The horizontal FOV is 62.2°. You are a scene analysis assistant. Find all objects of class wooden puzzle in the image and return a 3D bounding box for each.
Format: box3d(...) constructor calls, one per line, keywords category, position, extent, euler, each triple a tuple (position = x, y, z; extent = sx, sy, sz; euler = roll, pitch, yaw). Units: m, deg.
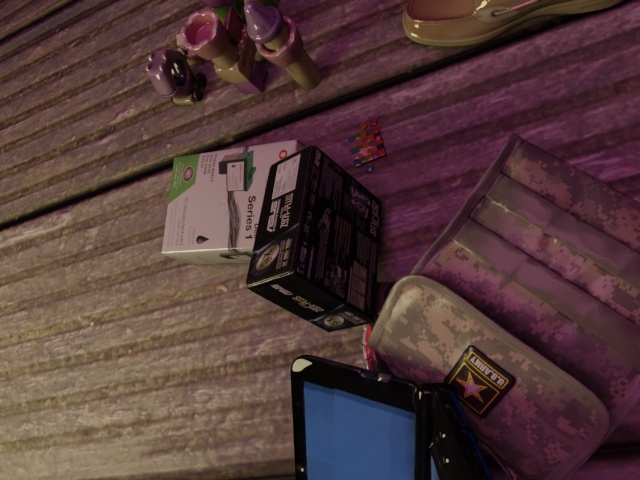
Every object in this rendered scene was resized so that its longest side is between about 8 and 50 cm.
box3d(category="wooden puzzle", position=(0.067, -0.138, 0.776), extent=(0.049, 0.006, 0.083), euler=(-20, 68, 20))

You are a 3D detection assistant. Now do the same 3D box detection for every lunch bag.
box3d(category="lunch bag", position=(0.212, 0.079, 0.548), extent=(0.235, 0.169, 0.287), euler=(37, 94, 22))

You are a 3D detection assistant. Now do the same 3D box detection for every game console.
box3d(category="game console", position=(0.053, 0.292, 0.511), extent=(0.173, 0.250, 0.294), euler=(-2, 103, 2))

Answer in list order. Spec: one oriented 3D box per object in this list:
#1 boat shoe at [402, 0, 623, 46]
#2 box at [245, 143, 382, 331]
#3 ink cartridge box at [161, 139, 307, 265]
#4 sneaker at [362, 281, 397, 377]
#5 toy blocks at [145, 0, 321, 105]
box3d(category="boat shoe", position=(0.248, -0.339, 0.694), extent=(0.302, 0.098, 0.109), euler=(-3, 74, 25))
box3d(category="box", position=(0.000, 0.000, 0.657), extent=(0.077, 0.147, 0.180), euler=(-20, 51, 38))
box3d(category="ink cartridge box", position=(-0.112, -0.051, 0.788), extent=(0.219, 0.092, 0.161), euler=(-4, 74, 25))
box3d(category="sneaker", position=(0.088, 0.123, 0.663), extent=(0.064, 0.061, 0.158), euler=(-14, 70, 15))
box3d(category="toy blocks", position=(-0.163, -0.398, 0.817), extent=(0.308, 0.260, 0.289), euler=(2, 77, 26))
